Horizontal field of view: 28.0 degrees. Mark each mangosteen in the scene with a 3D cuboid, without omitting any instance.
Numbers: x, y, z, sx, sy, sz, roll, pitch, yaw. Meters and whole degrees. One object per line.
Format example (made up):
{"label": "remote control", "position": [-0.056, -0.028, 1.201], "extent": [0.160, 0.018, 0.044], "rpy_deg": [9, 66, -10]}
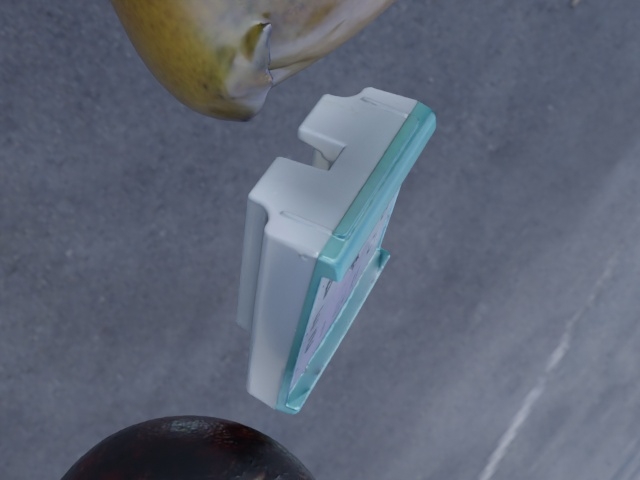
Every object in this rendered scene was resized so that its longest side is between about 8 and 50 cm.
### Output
{"label": "mangosteen", "position": [-0.119, 0.286, 1.095], "extent": [0.288, 0.288, 0.288], "rpy_deg": [-36, 150, -24]}

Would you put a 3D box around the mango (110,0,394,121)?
{"label": "mango", "position": [0.008, -0.174, 0.532], "extent": [0.201, 0.152, 0.287], "rpy_deg": [-38, -175, 35]}

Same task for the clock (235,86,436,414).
{"label": "clock", "position": [0.000, 0.000, 1.268], "extent": [0.262, 0.116, 0.231], "rpy_deg": [-55, 166, -44]}
